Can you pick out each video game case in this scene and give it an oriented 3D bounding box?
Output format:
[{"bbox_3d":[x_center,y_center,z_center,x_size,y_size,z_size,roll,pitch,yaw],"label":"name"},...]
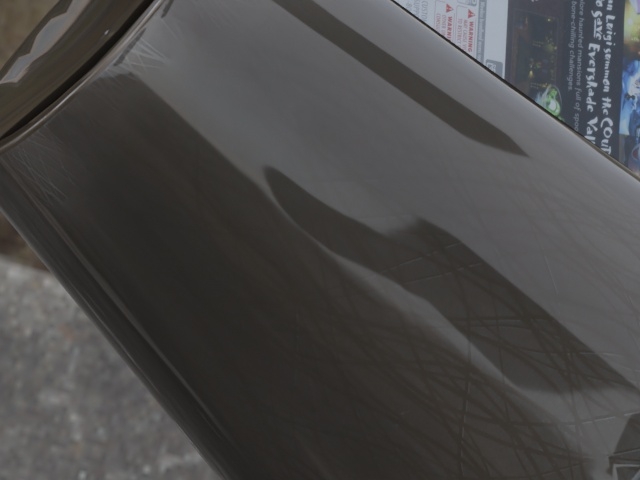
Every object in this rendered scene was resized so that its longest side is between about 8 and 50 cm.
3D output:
[{"bbox_3d":[0.086,-0.079,0.867,0.173,0.190,0.022,8,-9,-33],"label":"video game case"}]

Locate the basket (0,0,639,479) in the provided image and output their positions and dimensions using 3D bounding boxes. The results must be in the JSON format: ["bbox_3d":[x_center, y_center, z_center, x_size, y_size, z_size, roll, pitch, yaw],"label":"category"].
[{"bbox_3d":[0.000,0.000,0.657,0.227,0.204,0.154,42,0,-21],"label":"basket"}]
